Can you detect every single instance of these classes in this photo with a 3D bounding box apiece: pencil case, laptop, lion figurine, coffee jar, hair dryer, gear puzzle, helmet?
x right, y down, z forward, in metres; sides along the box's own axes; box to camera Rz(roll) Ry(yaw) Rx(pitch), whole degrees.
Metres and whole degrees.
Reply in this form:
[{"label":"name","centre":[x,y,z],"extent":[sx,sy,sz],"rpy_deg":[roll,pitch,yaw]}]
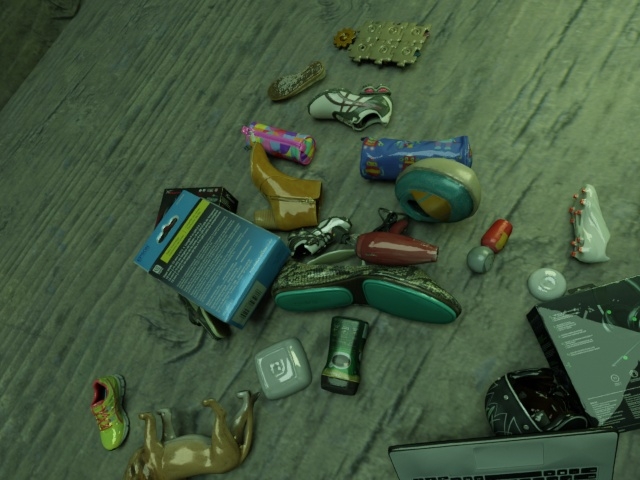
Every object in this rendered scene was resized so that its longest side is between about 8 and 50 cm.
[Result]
[{"label":"pencil case","centre":[-0.134,-0.313,1.294],"extent":[0.237,0.104,0.104],"rpy_deg":[19,76,23]},{"label":"laptop","centre":[0.358,0.564,0.717],"extent":[0.383,0.407,0.236],"rpy_deg":[-13,32,13]},{"label":"lion figurine","centre":[-0.317,0.530,1.003],"extent":[0.393,0.142,0.239],"rpy_deg":[-15,73,8]},{"label":"pencil case","centre":[0.260,-0.229,1.120],"extent":[0.307,0.119,0.133],"rpy_deg":[5,33,21]},{"label":"coffee jar","centre":[0.060,0.286,1.004],"extent":[0.096,0.079,0.184],"rpy_deg":[7,71,16]},{"label":"hair dryer","centre":[0.175,-0.019,0.991],"extent":[0.224,0.080,0.293],"rpy_deg":[-24,34,-18]},{"label":"gear puzzle","centre":[0.188,-0.661,1.360],"extent":[0.339,0.044,0.175],"rpy_deg":[19,78,27]},{"label":"helmet","centre":[0.417,0.346,0.811],"extent":[0.162,0.169,0.169],"rpy_deg":[-13,66,1]}]

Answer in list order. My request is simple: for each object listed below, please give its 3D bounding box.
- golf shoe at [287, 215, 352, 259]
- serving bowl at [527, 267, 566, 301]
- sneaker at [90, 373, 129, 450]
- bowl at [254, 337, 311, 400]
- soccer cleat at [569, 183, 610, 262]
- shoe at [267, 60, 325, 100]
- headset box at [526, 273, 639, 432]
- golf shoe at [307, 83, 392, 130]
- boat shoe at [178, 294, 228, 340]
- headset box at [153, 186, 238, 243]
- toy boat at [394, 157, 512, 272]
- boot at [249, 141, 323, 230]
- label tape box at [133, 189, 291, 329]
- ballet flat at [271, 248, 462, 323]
[{"label":"golf shoe","centre":[0.000,0.000,1.128],"extent":[0.198,0.077,0.093],"rpy_deg":[-22,39,19]},{"label":"serving bowl","centre":[0.535,0.102,0.948],"extent":[0.084,0.027,0.083],"rpy_deg":[-7,68,17]},{"label":"sneaker","centre":[-0.610,0.486,1.139],"extent":[0.082,0.094,0.208],"rpy_deg":[-23,65,7]},{"label":"bowl","centre":[-0.105,0.334,1.055],"extent":[0.142,0.053,0.141],"rpy_deg":[-25,64,6]},{"label":"soccer cleat","centre":[0.641,-0.039,0.952],"extent":[0.076,0.068,0.196],"rpy_deg":[10,73,6]},{"label":"shoe","centre":[-0.081,-0.543,1.396],"extent":[0.219,0.058,0.076],"rpy_deg":[-22,84,13]},{"label":"headset box","centre":[0.602,0.220,0.821],"extent":[0.247,0.131,0.282],"rpy_deg":[-20,64,10]},{"label":"golf shoe","centre":[0.087,-0.408,1.258],"extent":[0.273,0.105,0.120],"rpy_deg":[-3,76,18]},{"label":"boat shoe","centre":[-0.346,0.214,1.172],"extent":[0.073,0.080,0.223],"rpy_deg":[-46,57,3]},{"label":"headset box","centre":[-0.399,-0.013,1.256],"extent":[0.219,0.110,0.292],"rpy_deg":[1,70,17]},{"label":"toy boat","centre":[0.323,-0.063,0.987],"extent":[0.318,0.267,0.148],"rpy_deg":[39,80,-5]},{"label":"boot","centre":[-0.099,-0.172,1.225],"extent":[0.212,0.104,0.294],"rpy_deg":[-7,79,9]},{"label":"label tape box","centre":[-0.293,0.044,1.088],"extent":[0.348,0.115,0.249],"rpy_deg":[25,76,24]},{"label":"ballet flat","centre":[0.108,0.098,1.034],"extent":[0.484,0.163,0.181],"rpy_deg":[0,50,20]}]
